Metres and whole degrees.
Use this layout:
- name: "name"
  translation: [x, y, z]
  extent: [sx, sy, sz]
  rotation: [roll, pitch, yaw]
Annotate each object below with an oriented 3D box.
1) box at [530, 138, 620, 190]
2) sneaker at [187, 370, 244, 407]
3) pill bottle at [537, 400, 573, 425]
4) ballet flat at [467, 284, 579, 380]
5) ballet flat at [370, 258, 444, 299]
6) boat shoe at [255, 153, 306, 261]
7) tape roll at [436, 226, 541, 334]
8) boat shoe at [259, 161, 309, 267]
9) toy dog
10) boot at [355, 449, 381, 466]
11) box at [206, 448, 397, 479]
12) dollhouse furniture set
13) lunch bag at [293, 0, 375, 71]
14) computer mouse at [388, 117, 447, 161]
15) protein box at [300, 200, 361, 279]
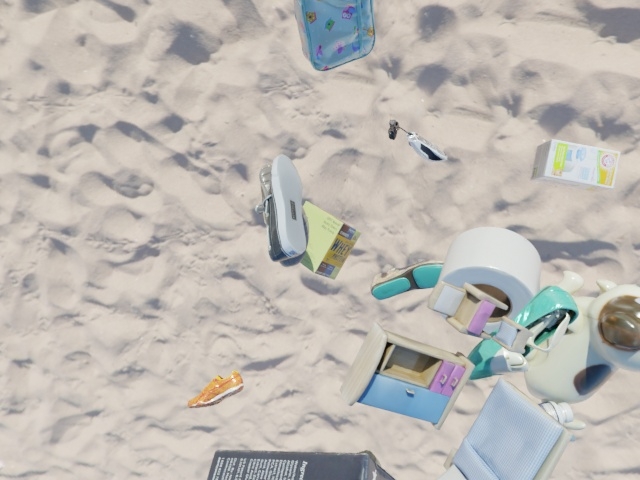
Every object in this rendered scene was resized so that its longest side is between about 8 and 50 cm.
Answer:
- name: "box"
  translation: [0.752, -0.219, 1.377]
  extent: [0.202, 0.103, 0.114]
  rotation: [12, 91, 2]
- name: "sneaker"
  translation: [-0.297, 0.423, 1.310]
  extent: [0.175, 0.064, 0.068]
  rotation: [-27, 64, 3]
- name: "pill bottle"
  translation: [0.580, 0.454, 1.198]
  extent: [0.120, 0.067, 0.067]
  rotation: [-11, 110, 1]
- name: "ballet flat"
  translation: [0.370, 0.187, 0.854]
  extent: [0.247, 0.087, 0.083]
  rotation: [-46, 118, 8]
- name: "ballet flat"
  translation: [0.322, 0.118, 1.621]
  extent: [0.315, 0.106, 0.108]
  rotation: [-15, 116, 15]
- name: "boat shoe"
  translation: [-0.110, -0.088, 1.259]
  extent: [0.104, 0.113, 0.307]
  rotation: [-23, 66, 30]
- name: "tape roll"
  translation: [0.431, 0.109, 1.194]
  extent: [0.245, 0.169, 0.246]
  rotation: [15, 132, 18]
- name: "boat shoe"
  translation: [-0.118, -0.077, 1.500]
  extent: [0.132, 0.130, 0.356]
  rotation: [-6, 70, -12]
- name: "toy dog"
  translation: [0.706, 0.263, 1.222]
  extent: [0.284, 0.396, 0.408]
  rotation: [25, 144, -11]
- name: "boot"
  translation: [0.077, 0.510, 0.855]
  extent: [0.161, 0.083, 0.247]
  rotation: [36, 109, 2]
- name: "box"
  translation: [-0.002, 0.255, 0.402]
  extent: [0.158, 0.093, 0.156]
  rotation: [-14, 133, 28]
- name: "dollhouse furniture set"
  translation: [0.207, 0.232, 0.682]
  extent: [0.198, 0.303, 0.287]
  rotation: [22, 99, -22]
- name: "lunch bag"
  translation: [0.046, -0.633, 1.297]
  extent: [0.223, 0.108, 0.279]
  rotation: [-20, 142, -7]
- name: "computer mouse"
  translation: [0.260, -0.260, 1.265]
  extent: [0.192, 0.106, 0.042]
  rotation: [29, 119, -14]
- name: "protein box"
  translation: [0.000, 0.000, 1.690]
  extent: [0.199, 0.136, 0.201]
  rotation: [33, 96, 37]
